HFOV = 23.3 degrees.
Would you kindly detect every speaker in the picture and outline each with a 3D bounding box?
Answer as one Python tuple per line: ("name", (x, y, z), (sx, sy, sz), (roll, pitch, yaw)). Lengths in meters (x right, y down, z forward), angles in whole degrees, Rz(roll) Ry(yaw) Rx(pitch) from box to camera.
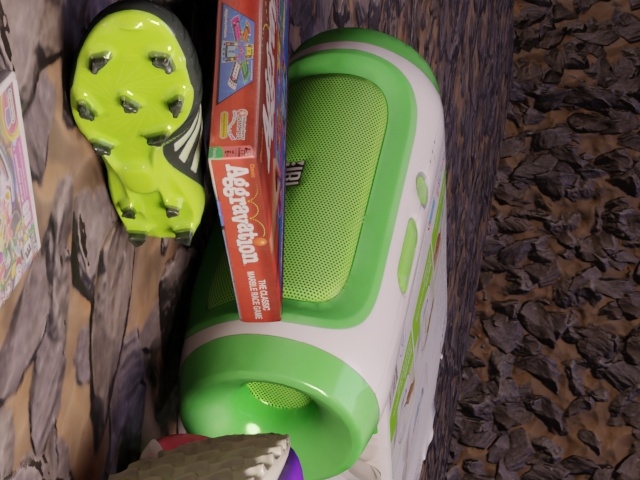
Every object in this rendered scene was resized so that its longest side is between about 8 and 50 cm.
("speaker", (0.000, 0.000, 0.979), (0.131, 0.131, 0.296), (84, 16, -47))

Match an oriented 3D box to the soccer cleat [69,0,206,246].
("soccer cleat", (-0.083, -0.065, 0.740), (0.179, 0.060, 0.072), (90, 1, -59))

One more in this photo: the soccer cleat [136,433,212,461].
("soccer cleat", (-0.085, 0.223, 0.819), (0.095, 0.083, 0.248), (86, 11, -61))

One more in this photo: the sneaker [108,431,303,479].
("sneaker", (-0.072, 0.215, 0.711), (0.146, 0.102, 0.293), (66, 31, -24))

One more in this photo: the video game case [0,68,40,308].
("video game case", (-0.137, 0.001, 0.590), (0.122, 0.011, 0.087), (-69, 162, -54))

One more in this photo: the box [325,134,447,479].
("box", (0.020, 0.073, 1.151), (0.231, 0.127, 0.262), (85, 15, -48))

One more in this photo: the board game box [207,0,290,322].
("board game box", (-0.037, -0.110, 0.881), (0.145, 0.027, 0.281), (81, 7, -53))
